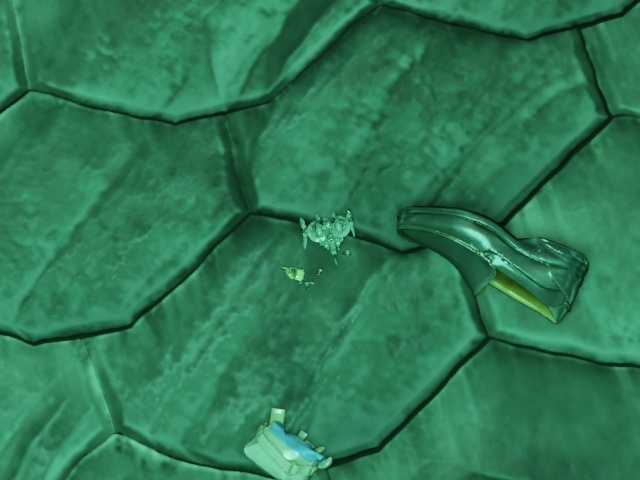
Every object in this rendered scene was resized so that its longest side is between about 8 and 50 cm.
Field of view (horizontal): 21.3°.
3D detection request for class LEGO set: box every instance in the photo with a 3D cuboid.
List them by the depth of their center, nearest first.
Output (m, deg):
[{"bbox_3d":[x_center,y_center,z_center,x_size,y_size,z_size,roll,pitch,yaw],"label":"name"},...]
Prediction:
[{"bbox_3d":[0.002,0.002,1.473,0.054,0.023,0.083,18,69,6],"label":"LEGO set"}]

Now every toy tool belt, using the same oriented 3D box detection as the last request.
[{"bbox_3d":[-0.018,0.177,1.389,0.083,0.052,0.051,33,80,11],"label":"toy tool belt"}]

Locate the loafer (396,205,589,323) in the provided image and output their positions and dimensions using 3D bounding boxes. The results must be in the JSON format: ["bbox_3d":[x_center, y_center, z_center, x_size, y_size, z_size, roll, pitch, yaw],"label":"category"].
[{"bbox_3d":[0.142,0.018,1.452,0.170,0.062,0.061,18,74,7],"label":"loafer"}]
